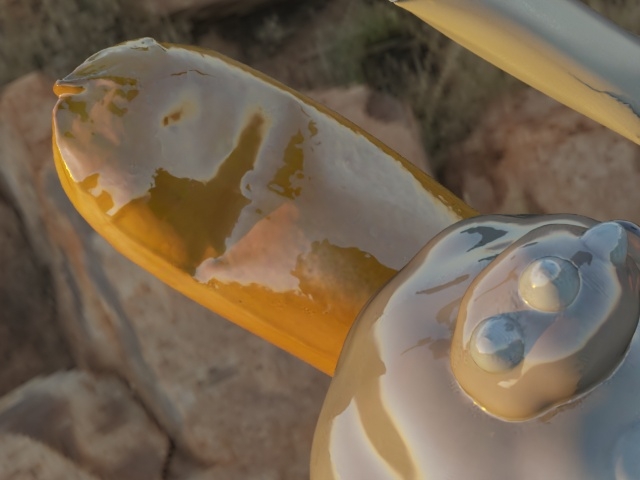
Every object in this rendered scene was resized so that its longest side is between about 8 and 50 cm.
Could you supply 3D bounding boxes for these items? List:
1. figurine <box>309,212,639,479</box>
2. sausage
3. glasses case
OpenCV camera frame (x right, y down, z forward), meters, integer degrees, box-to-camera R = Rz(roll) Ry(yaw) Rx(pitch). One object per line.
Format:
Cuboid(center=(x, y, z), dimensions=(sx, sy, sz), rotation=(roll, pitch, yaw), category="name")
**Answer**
Cuboid(center=(0.129, 0.092, 0.890), dimensions=(0.203, 0.380, 0.248), rotation=(28, 105, 23), category="figurine")
Cuboid(center=(-0.002, -0.001, 1.032), dimensions=(0.134, 0.354, 0.116), rotation=(-58, 18, -5), category="sausage")
Cuboid(center=(0.186, -0.178, 1.556), dimensions=(0.083, 0.308, 0.128), rotation=(-60, 28, 6), category="glasses case")
